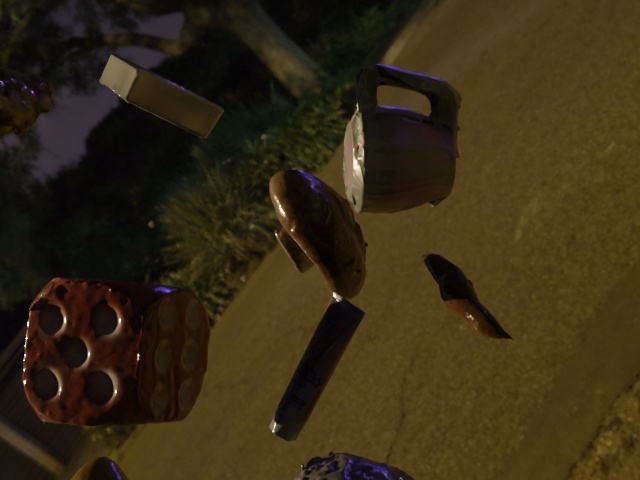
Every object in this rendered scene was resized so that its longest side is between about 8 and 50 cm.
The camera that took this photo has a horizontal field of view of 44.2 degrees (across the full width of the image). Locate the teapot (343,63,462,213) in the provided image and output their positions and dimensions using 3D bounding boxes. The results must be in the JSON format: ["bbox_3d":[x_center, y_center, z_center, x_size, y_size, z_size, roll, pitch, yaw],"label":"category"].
[{"bbox_3d":[0.129,-0.153,1.248,0.163,0.178,0.222,116,153,-76],"label":"teapot"}]

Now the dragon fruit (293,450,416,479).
[{"bbox_3d":[0.080,0.392,0.953,0.204,0.283,0.221,-2,56,44],"label":"dragon fruit"}]

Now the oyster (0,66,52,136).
[{"bbox_3d":[-0.476,-0.144,0.885,0.110,0.341,0.166,104,152,-42],"label":"oyster"}]

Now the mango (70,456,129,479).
[{"bbox_3d":[-0.436,0.608,1.625,0.195,0.331,0.142,-37,-36,-21],"label":"mango"}]

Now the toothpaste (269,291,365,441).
[{"bbox_3d":[-0.006,0.165,1.013,0.067,0.043,0.195,32,98,48],"label":"toothpaste"}]

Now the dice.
[{"bbox_3d":[-0.249,0.138,0.989,0.174,0.179,0.175,25,-116,-69],"label":"dice"}]

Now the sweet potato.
[{"bbox_3d":[0.261,0.103,1.455,0.067,0.067,0.274,-49,42,13],"label":"sweet potato"}]

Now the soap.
[{"bbox_3d":[-0.270,-0.244,1.345,0.121,0.183,0.064,35,100,45],"label":"soap"}]

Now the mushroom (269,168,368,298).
[{"bbox_3d":[0.000,0.000,1.475,0.156,0.286,0.151,-31,16,8],"label":"mushroom"}]
